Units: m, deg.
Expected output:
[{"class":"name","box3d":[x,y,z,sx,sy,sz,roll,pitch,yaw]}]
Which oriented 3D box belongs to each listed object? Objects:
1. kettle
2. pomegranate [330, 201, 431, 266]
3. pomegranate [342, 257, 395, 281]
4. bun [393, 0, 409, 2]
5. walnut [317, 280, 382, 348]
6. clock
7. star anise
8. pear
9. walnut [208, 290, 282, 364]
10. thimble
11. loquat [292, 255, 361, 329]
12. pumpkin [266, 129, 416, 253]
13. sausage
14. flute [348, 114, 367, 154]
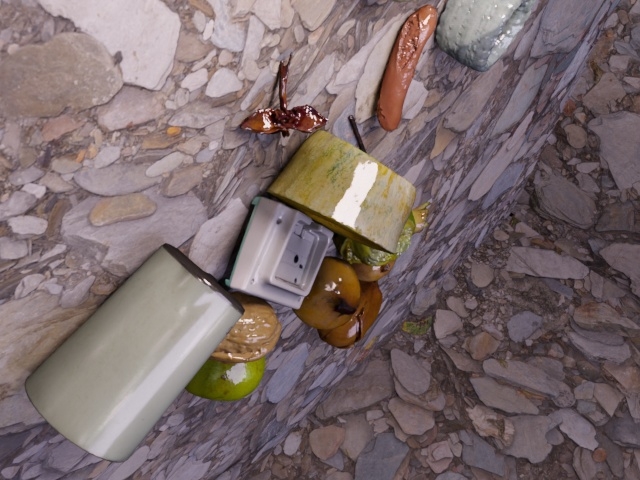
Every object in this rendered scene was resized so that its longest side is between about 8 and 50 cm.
[{"class":"kettle","box3d":[-0.356,0.216,1.172,0.376,0.250,0.361,-49,179,-9]},{"class":"pomegranate","box3d":[0.187,-0.050,1.690,0.341,0.260,0.260,-12,141,-25]},{"class":"pomegranate","box3d":[0.171,0.048,1.924,0.191,0.191,0.191,-41,156,-22]},{"class":"bun","box3d":[0.184,-0.563,1.010,0.273,0.168,0.273,-34,156,-17]},{"class":"walnut","box3d":[0.124,0.264,2.164,0.336,0.209,0.209,-52,159,-13]},{"class":"clock","box3d":[-0.085,0.042,1.375,0.262,0.116,0.231,30,76,-55]},{"class":"star anise","box3d":[-0.079,-0.278,1.121,0.141,0.144,0.158,-10,178,40]},{"class":"pear","box3d":[-0.242,0.347,1.681,0.288,0.139,0.239,-10,120,-52]},{"class":"walnut","box3d":[-0.219,0.221,1.422,0.245,0.198,0.198,3,137,-12]},{"class":"thimble","box3d":[0.420,-0.574,1.437,0.205,0.172,0.250,-27,151,-53]},{"class":"loquat","box3d":[0.011,0.162,1.744,0.235,0.235,0.235,-41,156,-22]},{"class":"pumpkin","box3d":[0.058,-0.120,1.302,0.199,0.332,0.332,-66,157,0]},{"class":"sausage","box3d":[0.201,-0.418,1.382,0.087,0.079,0.326,-19,143,-34]},{"class":"flute","box3d":[0.108,-0.271,1.522,0.014,0.014,0.269,-49,158,-4]}]
